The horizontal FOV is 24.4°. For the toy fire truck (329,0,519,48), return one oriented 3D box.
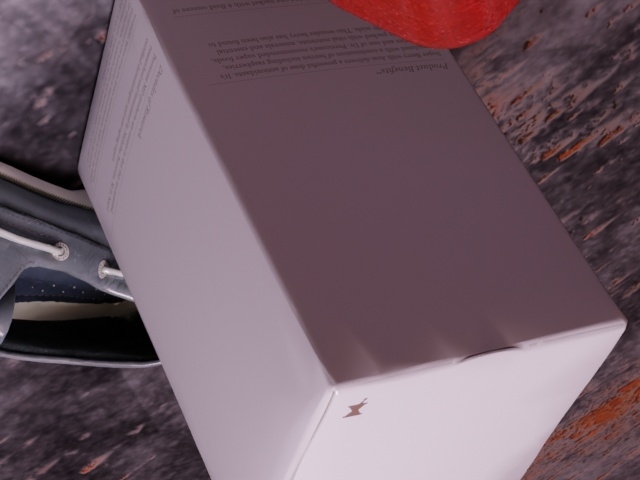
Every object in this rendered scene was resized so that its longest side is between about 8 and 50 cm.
[{"bbox_3d":[0.042,-0.221,0.546,0.302,0.254,0.169,-49,153,-19],"label":"toy fire truck"}]

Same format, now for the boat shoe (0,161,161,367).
[{"bbox_3d":[-0.205,0.021,0.894,0.319,0.099,0.116,10,133,-46],"label":"boat shoe"}]

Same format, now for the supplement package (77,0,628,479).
[{"bbox_3d":[0.000,0.000,0.838,0.177,0.293,0.175,-9,144,-27],"label":"supplement package"}]
